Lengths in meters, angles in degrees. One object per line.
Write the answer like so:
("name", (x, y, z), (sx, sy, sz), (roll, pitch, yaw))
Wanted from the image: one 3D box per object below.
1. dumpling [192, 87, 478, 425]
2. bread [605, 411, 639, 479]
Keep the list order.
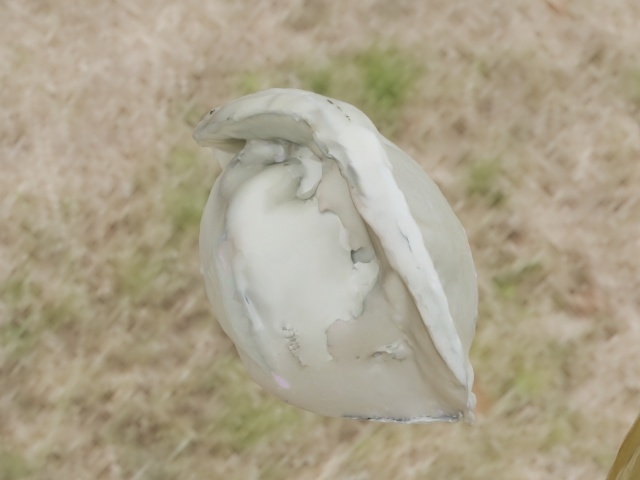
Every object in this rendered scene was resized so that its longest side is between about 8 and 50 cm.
("dumpling", (0.000, 0.000, 0.779), (0.118, 0.199, 0.136), (-36, 122, -19))
("bread", (0.251, 0.187, 0.472), (0.376, 0.253, 0.348), (21, 3, -13))
